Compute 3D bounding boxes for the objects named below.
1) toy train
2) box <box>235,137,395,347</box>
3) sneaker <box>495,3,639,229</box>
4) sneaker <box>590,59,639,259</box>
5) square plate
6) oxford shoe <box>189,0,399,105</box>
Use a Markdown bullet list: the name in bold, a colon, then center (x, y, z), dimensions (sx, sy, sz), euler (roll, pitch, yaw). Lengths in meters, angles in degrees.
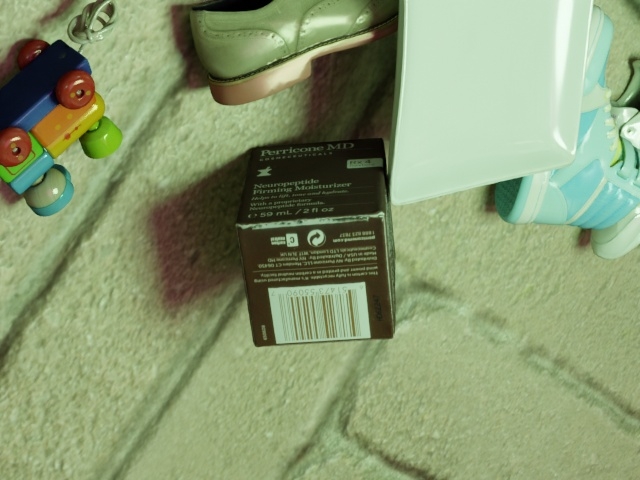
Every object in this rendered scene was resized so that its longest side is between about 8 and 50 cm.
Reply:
- **toy train**: center (-0.253, -0.146, 1.334), dimensions (0.248, 0.105, 0.143), euler (-44, 140, -11)
- **box**: center (0.000, 0.000, 1.475), dimensions (0.168, 0.203, 0.167), euler (-5, 119, 5)
- **sneaker**: center (0.382, -0.158, 1.726), dimensions (0.208, 0.127, 0.319), euler (11, 115, -14)
- **sneaker**: center (0.453, -0.124, 1.858), dimensions (0.152, 0.114, 0.305), euler (20, 95, -26)
- **square plate**: center (0.202, -0.236, 1.500), dimensions (0.344, 0.049, 0.347), euler (-13, 114, -39)
- **oxford shoe**: center (0.010, -0.287, 1.438), dimensions (0.348, 0.123, 0.130), euler (-34, 122, -20)
